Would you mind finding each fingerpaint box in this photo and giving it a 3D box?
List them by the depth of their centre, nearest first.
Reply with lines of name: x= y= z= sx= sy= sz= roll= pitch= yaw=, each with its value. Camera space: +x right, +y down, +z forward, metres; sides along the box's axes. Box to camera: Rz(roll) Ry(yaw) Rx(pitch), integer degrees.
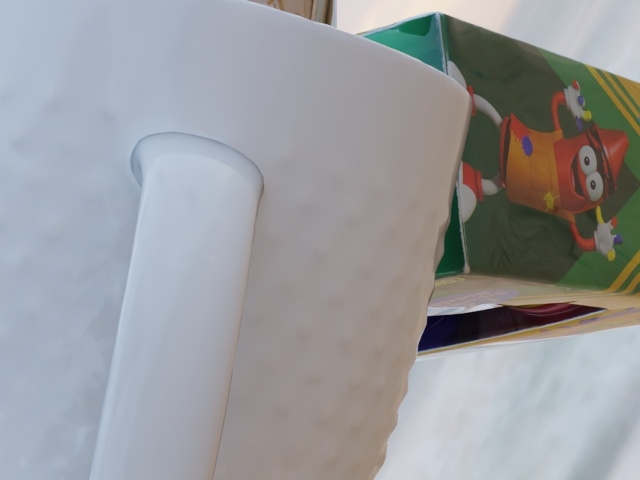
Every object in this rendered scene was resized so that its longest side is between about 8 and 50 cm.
fingerpaint box: x=0.000 y=0.000 z=1.323 sx=0.371 sy=0.445 sz=0.163 roll=9 pitch=-107 yaw=-55

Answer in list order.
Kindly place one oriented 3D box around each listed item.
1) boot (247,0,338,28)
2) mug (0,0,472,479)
boot: x=-0.100 y=-0.239 z=1.622 sx=0.109 sy=0.220 sz=0.283 roll=88 pitch=176 yaw=-67
mug: x=-0.087 y=0.058 z=0.873 sx=0.374 sy=0.276 sz=0.328 roll=177 pitch=106 yaw=-79
